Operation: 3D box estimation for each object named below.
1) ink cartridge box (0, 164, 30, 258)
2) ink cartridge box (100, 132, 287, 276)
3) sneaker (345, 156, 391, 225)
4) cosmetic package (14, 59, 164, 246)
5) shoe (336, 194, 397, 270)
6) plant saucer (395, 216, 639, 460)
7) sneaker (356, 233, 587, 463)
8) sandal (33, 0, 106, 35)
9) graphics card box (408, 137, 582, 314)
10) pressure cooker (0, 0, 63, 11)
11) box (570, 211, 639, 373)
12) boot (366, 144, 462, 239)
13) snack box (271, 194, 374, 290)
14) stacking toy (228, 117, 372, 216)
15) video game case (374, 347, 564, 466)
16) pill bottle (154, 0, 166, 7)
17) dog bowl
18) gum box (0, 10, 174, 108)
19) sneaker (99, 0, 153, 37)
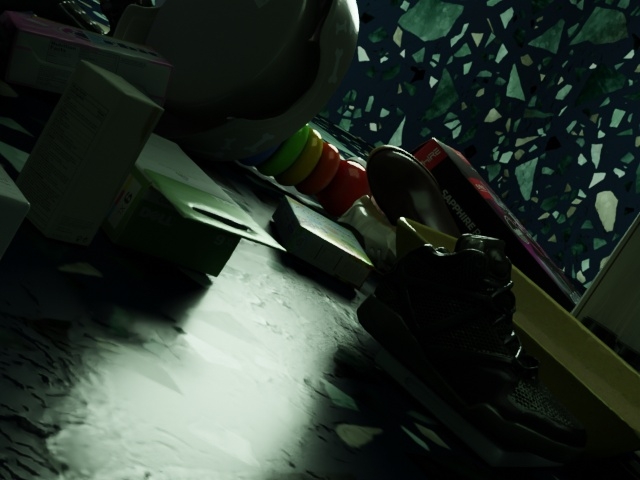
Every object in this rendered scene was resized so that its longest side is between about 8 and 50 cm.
[{"bbox_3d":[-0.248,-0.051,0.521,0.104,0.060,0.180,21,15,-46],"label":"ink cartridge box"},{"bbox_3d":[-0.130,-0.030,0.774,0.109,0.062,0.209,22,14,-44],"label":"ink cartridge box"},{"bbox_3d":[0.088,-0.049,1.542,0.235,0.090,0.095,37,29,28],"label":"sneaker"},{"bbox_3d":[-0.165,-0.060,0.661,0.060,0.115,0.041,39,12,32],"label":"cosmetic package"},{"bbox_3d":[0.080,0.009,1.285,0.219,0.058,0.076,-125,-167,-58],"label":"shoe"},{"bbox_3d":[0.241,0.126,1.044,0.333,0.081,0.333,45,15,29],"label":"plant saucer"},{"bbox_3d":[0.145,0.079,0.792,0.227,0.130,0.087,41,15,30],"label":"sneaker"},{"bbox_3d":[-0.517,-0.421,1.455,0.446,0.107,0.167,45,9,-1],"label":"sandal"},{"bbox_3d":[0.282,0.009,1.494,0.371,0.094,0.233,53,14,12],"label":"graphics card box"},{"bbox_3d":[-0.376,-0.375,0.775,0.370,0.375,0.420,22,19,27],"label":"pressure cooker"},{"bbox_3d":[0.442,0.094,1.275,0.169,0.290,0.087,32,8,13],"label":"box"},{"bbox_3d":[0.153,-0.008,1.286,0.248,0.090,0.207,56,7,-18],"label":"boot"},{"bbox_3d":[0.000,0.000,1.103,0.100,0.037,0.141,30,10,-16],"label":"snack box"},{"bbox_3d":[-0.055,-0.140,1.405,0.330,0.141,0.141,34,8,-29],"label":"stacking toy"},{"bbox_3d":[0.138,0.151,0.844,0.143,0.019,0.157,39,12,35],"label":"video game case"},{"bbox_3d":[-0.126,-0.331,1.567,0.224,0.224,0.392,34,-4,13],"label":"pill bottle"},{"bbox_3d":[-0.107,-0.256,1.207,0.349,0.349,0.102,40,-1,39],"label":"dog bowl"},{"bbox_3d":[-0.276,-0.205,1.079,0.188,0.062,0.107,10,18,-29],"label":"gum box"},{"bbox_3d":[-0.276,-0.295,1.432,0.106,0.101,0.267,69,8,-45],"label":"sneaker"}]
